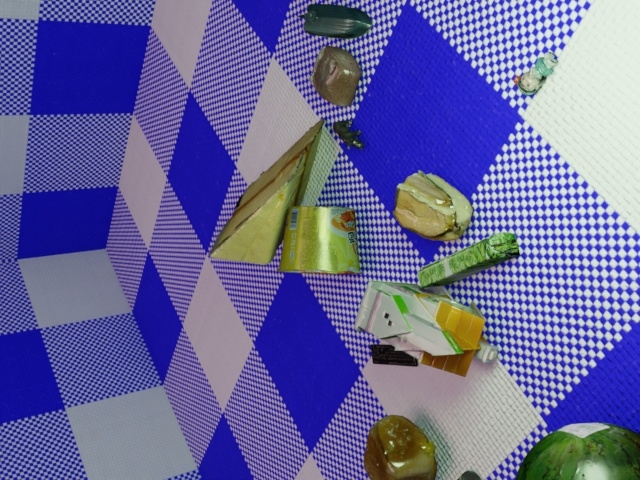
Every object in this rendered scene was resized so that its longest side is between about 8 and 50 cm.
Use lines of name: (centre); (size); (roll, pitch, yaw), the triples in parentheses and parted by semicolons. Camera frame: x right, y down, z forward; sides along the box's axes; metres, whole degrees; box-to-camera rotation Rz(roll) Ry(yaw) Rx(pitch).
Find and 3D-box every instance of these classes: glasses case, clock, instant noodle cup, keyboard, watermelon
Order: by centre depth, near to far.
watermelon: (0.541, 0.539, 1.396); (0.363, 0.363, 0.363); (17, 110, 54)
glasses case: (0.357, 0.051, 1.777); (0.272, 0.095, 0.062); (-32, 65, 54)
clock: (0.284, 0.216, 1.811); (0.310, 0.235, 0.166); (26, 103, 41)
keyboard: (0.212, 0.337, 2.125); (0.204, 0.013, 0.061); (-10, 88, 57)
instant noodle cup: (0.000, 0.000, 2.178); (0.264, 0.264, 0.200); (-2, 86, 56)

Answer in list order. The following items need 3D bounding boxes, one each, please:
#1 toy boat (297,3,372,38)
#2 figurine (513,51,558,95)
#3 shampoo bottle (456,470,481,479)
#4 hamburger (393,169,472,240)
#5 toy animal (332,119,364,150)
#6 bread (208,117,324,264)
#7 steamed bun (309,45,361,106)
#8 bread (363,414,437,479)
toy boat: (0.054, -0.636, 2.107); (0.246, 0.103, 0.092); (19, 99, 39)
figurine: (0.467, -0.363, 1.569); (0.060, 0.047, 0.106); (58, 138, 19)
shampoo bottle: (0.359, 0.691, 1.939); (0.063, 0.057, 0.207); (56, 138, 33)
hamburger: (0.300, -0.070, 1.837); (0.208, 0.135, 0.155); (28, 137, 34)
toy animal: (0.086, -0.307, 2.135); (0.135, 0.065, 0.047); (57, 140, 31)
bread: (-0.168, -0.170, 2.279); (0.242, 0.345, 0.404); (16, 128, 6)
steamed bun: (0.041, -0.489, 2.127); (0.175, 0.106, 0.144); (53, 137, 40)
bread: (0.229, 0.615, 2.020); (0.246, 0.176, 0.195); (95, 158, -44)
